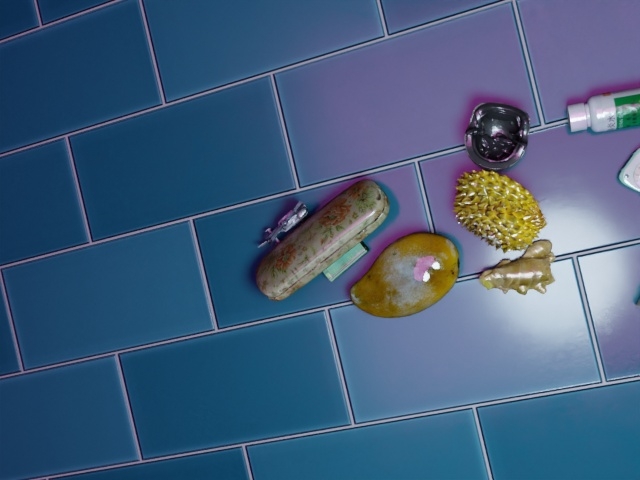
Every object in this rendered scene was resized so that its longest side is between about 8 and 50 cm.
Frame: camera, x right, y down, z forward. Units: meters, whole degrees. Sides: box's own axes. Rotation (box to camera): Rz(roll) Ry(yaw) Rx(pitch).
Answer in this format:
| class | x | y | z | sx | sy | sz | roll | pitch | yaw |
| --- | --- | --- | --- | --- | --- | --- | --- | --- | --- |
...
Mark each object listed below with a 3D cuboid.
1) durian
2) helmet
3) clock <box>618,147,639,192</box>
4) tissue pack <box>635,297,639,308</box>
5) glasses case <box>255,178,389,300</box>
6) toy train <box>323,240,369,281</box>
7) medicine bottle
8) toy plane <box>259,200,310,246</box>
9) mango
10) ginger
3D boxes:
| class | x | y | z | sx | sy | sz | roll | pitch | yaw |
| --- | --- | --- | --- | --- | --- | --- | --- | --- | --- |
| durian | 0.428 | -0.068 | 1.845 | 0.249 | 0.183 | 0.138 | 32 | 74 | 15 |
| helmet | 0.439 | -0.250 | 1.861 | 0.153 | 0.107 | 0.177 | 16 | 83 | 13 |
| clock | 0.803 | -0.155 | 1.810 | 0.135 | 0.041 | 0.101 | 37 | 100 | 9 |
| tissue pack | 0.844 | 0.118 | 1.782 | 0.106 | 0.099 | 0.149 | 26 | 99 | 12 |
| glasses case | 0.000 | 0.000 | 1.975 | 0.425 | 0.157 | 0.098 | -39 | 127 | 13 |
| toy train | 0.061 | 0.043 | 2.015 | 0.148 | 0.038 | 0.071 | -41 | 85 | 12 |
| medicine bottle | 0.732 | -0.318 | 1.793 | 0.259 | 0.095 | 0.095 | -7 | 91 | 16 |
| toy plane | -0.096 | -0.046 | 2.034 | 0.197 | 0.078 | 0.053 | -41 | 85 | 28 |
| mango | 0.216 | 0.098 | 1.925 | 0.316 | 0.146 | 0.193 | -31 | 79 | 20 |
| ginger | 0.509 | 0.087 | 1.880 | 0.205 | 0.081 | 0.115 | -28 | 99 | 8 |
